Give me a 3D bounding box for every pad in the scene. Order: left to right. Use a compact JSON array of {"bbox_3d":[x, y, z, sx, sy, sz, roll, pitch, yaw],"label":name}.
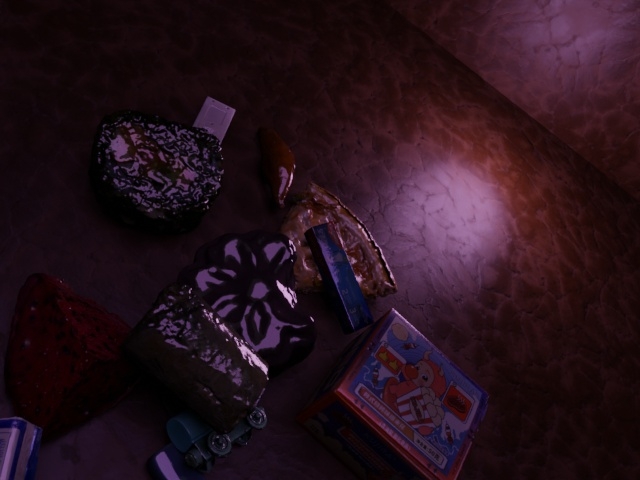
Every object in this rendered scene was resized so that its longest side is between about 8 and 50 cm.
[{"bbox_3d":[-0.296,0.394,1.336,0.142,0.003,0.212,-13,65,-55],"label":"pad"}]

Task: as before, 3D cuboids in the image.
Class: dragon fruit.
[{"bbox_3d":[-0.521,0.206,1.205,0.302,0.240,0.330,-19,76,-47],"label":"dragon fruit"}]

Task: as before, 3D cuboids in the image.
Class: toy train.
[{"bbox_3d":[-0.234,0.417,1.295,0.159,0.101,0.248,46,29,15],"label":"toy train"}]

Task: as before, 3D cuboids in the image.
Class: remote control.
[{"bbox_3d":[-0.358,-0.337,1.791,0.102,0.055,0.277,25,49,-14],"label":"remote control"}]

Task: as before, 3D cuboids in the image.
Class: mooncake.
[{"bbox_3d":[-0.186,0.160,1.433,0.350,0.212,0.381,-18,71,-20],"label":"mooncake"}]

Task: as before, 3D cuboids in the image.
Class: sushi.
[{"bbox_3d":[-0.445,-0.176,1.535,0.351,0.178,0.294,15,65,-21],"label":"sushi"}]

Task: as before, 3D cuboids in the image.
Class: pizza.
[{"bbox_3d":[0.023,-0.010,1.772,0.434,0.080,0.392,9,56,-26],"label":"pizza"}]

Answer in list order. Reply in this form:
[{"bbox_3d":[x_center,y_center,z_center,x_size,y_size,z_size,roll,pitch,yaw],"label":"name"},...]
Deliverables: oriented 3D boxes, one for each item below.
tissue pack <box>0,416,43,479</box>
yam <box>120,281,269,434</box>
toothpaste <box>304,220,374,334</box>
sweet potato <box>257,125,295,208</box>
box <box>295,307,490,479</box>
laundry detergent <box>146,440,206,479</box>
[{"bbox_3d":[-0.621,0.469,1.006,0.209,0.137,0.270,-9,57,6],"label":"tissue pack"},{"bbox_3d":[-0.258,0.242,1.191,0.300,0.195,0.195,45,48,-9],"label":"yam"},{"bbox_3d":[0.052,0.106,1.633,0.076,0.066,0.321,-17,80,-30],"label":"toothpaste"},{"bbox_3d":[-0.137,-0.246,1.822,0.112,0.112,0.360,8,53,-25],"label":"sweet potato"},{"bbox_3d":[0.189,0.424,1.454,0.348,0.257,0.318,43,47,3],"label":"box"},{"bbox_3d":[-0.288,0.540,1.232,0.206,0.061,0.096,53,34,10],"label":"laundry detergent"}]
